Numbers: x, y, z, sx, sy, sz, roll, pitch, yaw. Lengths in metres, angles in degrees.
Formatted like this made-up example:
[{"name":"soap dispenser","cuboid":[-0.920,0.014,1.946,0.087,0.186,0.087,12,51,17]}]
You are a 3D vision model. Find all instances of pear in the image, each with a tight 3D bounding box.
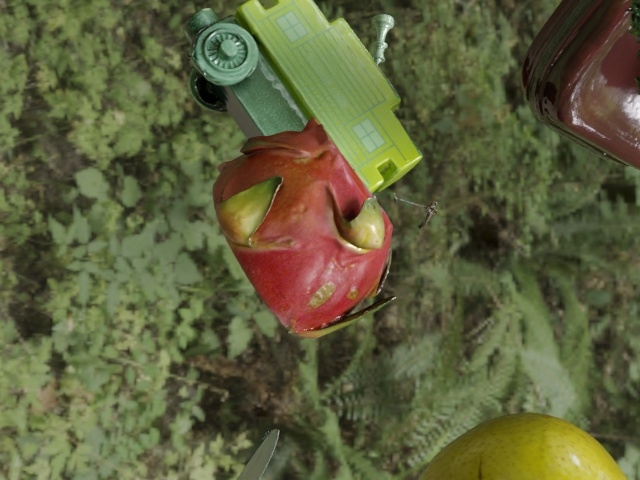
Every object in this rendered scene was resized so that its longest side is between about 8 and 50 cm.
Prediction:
[{"name":"pear","cuboid":[0.308,0.459,1.454,0.362,0.362,0.418,60,37,-35]}]

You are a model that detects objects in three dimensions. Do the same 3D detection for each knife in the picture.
[{"name":"knife","cuboid":[-0.159,0.441,1.605,0.043,0.081,0.336,48,60,-20]}]

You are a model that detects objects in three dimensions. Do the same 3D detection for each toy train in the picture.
[{"name":"toy train","cuboid":[-0.028,-0.221,1.578,0.272,0.179,0.442,-34,86,-18]}]

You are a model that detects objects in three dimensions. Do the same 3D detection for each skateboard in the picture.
[{"name":"skateboard","cuboid":[0.165,-0.055,1.772,0.083,0.064,0.032,18,40,-14]}]

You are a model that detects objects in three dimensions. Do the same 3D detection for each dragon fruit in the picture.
[{"name":"dragon fruit","cuboid":[-0.004,-0.027,1.312,0.290,0.189,0.290,57,11,-17]}]

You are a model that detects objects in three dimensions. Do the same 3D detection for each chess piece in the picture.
[{"name":"chess piece","cuboid":[0.114,-0.377,1.827,0.042,0.042,0.093,22,72,-54]}]

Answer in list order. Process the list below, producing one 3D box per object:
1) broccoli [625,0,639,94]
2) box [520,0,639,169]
[{"name":"broccoli","cuboid":[0.398,-0.239,1.038,0.220,0.194,0.194,18,73,-37]},{"name":"box","cuboid":[0.448,-0.239,1.370,0.404,0.108,0.263,18,115,-46]}]
